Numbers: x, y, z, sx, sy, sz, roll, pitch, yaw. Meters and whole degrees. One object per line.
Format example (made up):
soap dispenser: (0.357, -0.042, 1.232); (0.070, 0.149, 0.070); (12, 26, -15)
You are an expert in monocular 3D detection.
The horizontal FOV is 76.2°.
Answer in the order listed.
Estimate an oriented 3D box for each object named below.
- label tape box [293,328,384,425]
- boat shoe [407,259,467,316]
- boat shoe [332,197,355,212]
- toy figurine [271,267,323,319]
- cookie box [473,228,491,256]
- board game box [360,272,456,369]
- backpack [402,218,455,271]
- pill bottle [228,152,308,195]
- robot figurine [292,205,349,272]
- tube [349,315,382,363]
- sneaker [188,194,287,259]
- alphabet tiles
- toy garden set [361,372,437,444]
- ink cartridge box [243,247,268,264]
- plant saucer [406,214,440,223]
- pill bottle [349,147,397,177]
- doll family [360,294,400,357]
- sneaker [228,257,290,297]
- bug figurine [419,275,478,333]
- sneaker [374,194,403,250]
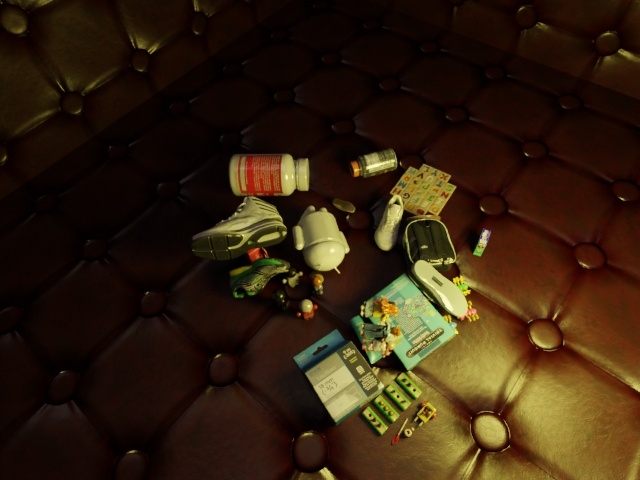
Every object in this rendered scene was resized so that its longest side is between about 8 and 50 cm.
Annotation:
label tape box: (0.064, 0.545, 1.695); (0.240, 0.106, 0.334); (-30, 61, -15)
boat shoe: (0.503, 0.218, 1.782); (0.306, 0.105, 0.113); (40, 66, 0)
boat shoe: (0.127, -0.183, 2.178); (0.135, 0.045, 0.050); (30, 75, 23)
toy figurine: (-0.099, 0.238, 1.872); (0.213, 0.148, 0.209); (19, 61, 16)
cookie box: (0.782, 0.011, 1.975); (0.040, 0.107, 0.092); (21, 61, 18)
board game box: (0.375, 0.351, 1.779); (0.254, 0.079, 0.336); (-36, 62, -1)
backpack: (0.502, 0.030, 1.933); (0.225, 0.191, 0.253); (-6, 65, -3)
pill bottle: (-0.270, -0.355, 2.207); (0.407, 0.229, 0.229); (0, 58, 4)
robot figurine: (0.000, 0.000, 1.982); (0.300, 0.200, 0.353); (3, 54, -28)
tube: (0.203, 0.431, 1.794); (0.080, 0.052, 0.207); (-31, 67, -4)
sneaker: (-0.404, -0.068, 1.942); (0.447, 0.169, 0.257); (-12, 49, -14)
alphabet tiles: (0.559, -0.276, 2.226); (0.285, 0.011, 0.342); (29, 65, 20)
toy garden set: (0.321, 0.682, 1.624); (0.244, 0.049, 0.204); (-38, 63, -18)
ink cartridge box: (-0.351, 0.039, 2.021); (0.078, 0.134, 0.231); (-37, 62, -18)
plant saucer: (0.515, -0.094, 2.035); (0.168, 0.168, 0.029); (-1, 79, 4)
pill bottle: (0.289, -0.426, 2.269); (0.245, 0.130, 0.130); (-16, 58, -6)
doll family: (0.253, 0.347, 1.702); (0.163, 0.118, 0.263); (-3, 68, 18)
sneaker: (-0.279, 0.177, 1.900); (0.343, 0.134, 0.146); (-23, 65, 29)
bug figurine: (0.580, 0.288, 1.835); (0.216, 0.072, 0.279); (-14, 63, 3)
sneaker: (0.344, -0.096, 2.047); (0.114, 0.152, 0.305); (13, 61, 9)
